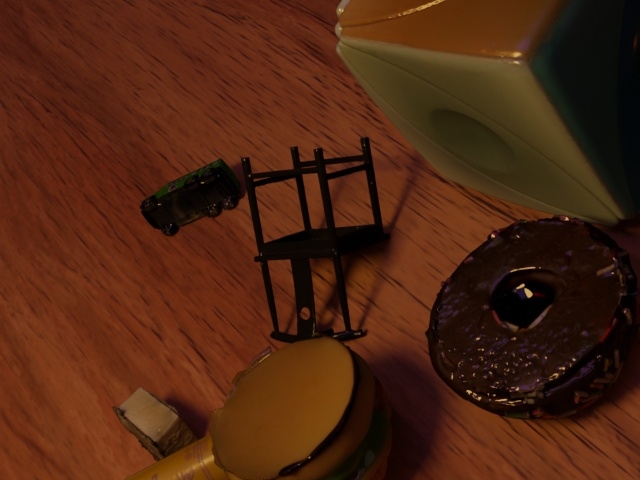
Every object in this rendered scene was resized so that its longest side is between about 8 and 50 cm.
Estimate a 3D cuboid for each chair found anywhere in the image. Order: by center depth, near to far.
[{"bbox_3d":[0.000,0.000,1.732,0.154,0.141,0.260,-4,99,37],"label":"chair"}]

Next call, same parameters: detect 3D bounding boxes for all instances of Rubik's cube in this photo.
[{"bbox_3d":[0.276,-0.260,1.557,0.347,0.351,0.352,18,72,45],"label":"Rubik's cube"}]

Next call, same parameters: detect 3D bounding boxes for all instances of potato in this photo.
[{"bbox_3d":[-0.227,0.257,1.733,0.061,0.086,0.122,-41,38,-18],"label":"potato"}]

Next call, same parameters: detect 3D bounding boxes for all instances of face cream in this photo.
[{"bbox_3d":[-0.221,0.338,1.659,0.273,0.078,0.078,-29,43,16],"label":"face cream"}]

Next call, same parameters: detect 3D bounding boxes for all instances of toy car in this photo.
[{"bbox_3d":[-0.206,-0.070,1.994,0.165,0.071,0.062,-23,30,22],"label":"toy car"}]

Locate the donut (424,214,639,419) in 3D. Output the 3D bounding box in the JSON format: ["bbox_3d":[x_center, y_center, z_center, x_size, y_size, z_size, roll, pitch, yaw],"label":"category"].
[{"bbox_3d":[0.252,0.092,1.474,0.270,0.103,0.269,-19,47,22],"label":"donut"}]

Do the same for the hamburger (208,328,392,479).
[{"bbox_3d":[-0.012,0.242,1.525,0.237,0.149,0.237,-24,36,19],"label":"hamburger"}]
